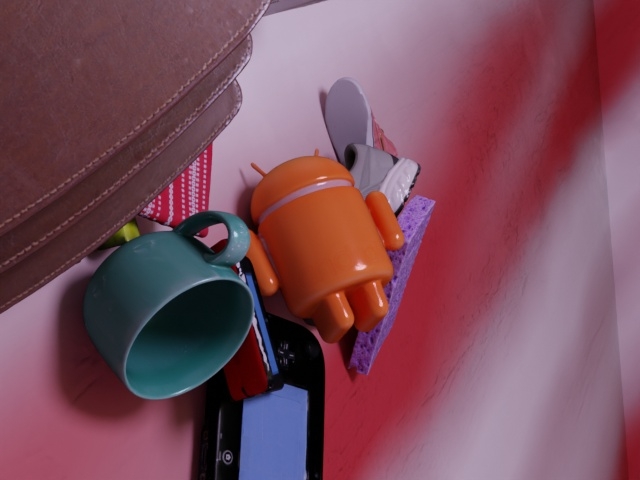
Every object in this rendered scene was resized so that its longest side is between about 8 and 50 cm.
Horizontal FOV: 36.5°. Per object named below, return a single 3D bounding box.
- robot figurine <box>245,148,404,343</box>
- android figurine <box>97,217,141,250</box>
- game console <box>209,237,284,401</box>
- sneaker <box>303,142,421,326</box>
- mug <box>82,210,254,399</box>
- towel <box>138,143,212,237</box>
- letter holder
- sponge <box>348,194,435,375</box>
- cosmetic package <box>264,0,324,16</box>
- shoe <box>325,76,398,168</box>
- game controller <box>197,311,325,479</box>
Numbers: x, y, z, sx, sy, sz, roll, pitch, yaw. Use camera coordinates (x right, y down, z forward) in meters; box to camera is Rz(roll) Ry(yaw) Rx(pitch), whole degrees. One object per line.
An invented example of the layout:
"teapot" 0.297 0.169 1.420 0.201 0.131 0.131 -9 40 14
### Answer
"robot figurine" 0.002 0.000 1.074 0.219 0.158 0.128 67 17 16
"android figurine" -0.227 -0.116 0.807 0.248 0.056 0.272 -24 104 -61
"game console" -0.061 0.074 0.929 0.085 0.124 0.144 -12 80 -32
"sneaker" 0.030 -0.009 1.210 0.108 0.100 0.271 27 58 -2
"mug" -0.127 0.048 0.836 0.158 0.097 0.129 -38 145 -14
"towel" -0.171 -0.129 0.822 0.275 0.031 0.199 28 59 -57
"letter holder" -0.172 -0.081 0.632 0.302 0.152 0.214 -42 117 -21
"sponge" 0.088 0.056 1.222 0.117 0.031 0.210 -52 160 -56
"cosmetic package" -0.121 -0.428 0.997 0.385 0.156 0.217 37 51 -52
"shoe" 0.058 -0.141 1.326 0.081 0.063 0.178 -44 124 -58
"game controller" -0.057 0.230 0.982 0.166 0.067 0.319 33 52 -53
